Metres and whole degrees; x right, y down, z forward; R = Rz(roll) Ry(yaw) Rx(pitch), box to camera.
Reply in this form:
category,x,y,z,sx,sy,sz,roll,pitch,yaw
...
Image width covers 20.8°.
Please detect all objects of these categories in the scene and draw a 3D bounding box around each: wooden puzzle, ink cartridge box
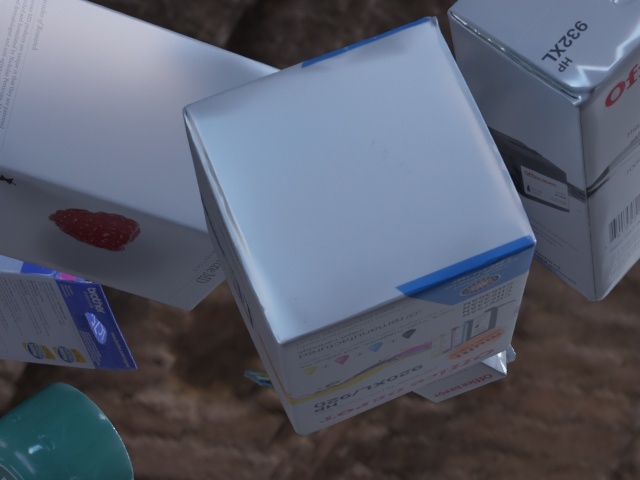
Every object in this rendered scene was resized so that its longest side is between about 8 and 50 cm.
category,x,y,z,sx,sy,sz,roll,pitch,yaw
wooden puzzle,-0.039,0.129,1.592,0.049,0.006,0.083,11,3,-23
ink cartridge box,0.025,0.000,1.143,0.232,0.171,0.168,84,-17,-70
ink cartridge box,0.106,0.083,1.631,0.143,0.092,0.090,29,51,-37
ink cartridge box,-0.364,0.064,1.956,0.311,0.186,0.065,7,55,16
ink cartridge box,0.226,-0.128,1.320,0.129,0.223,0.307,38,-15,26

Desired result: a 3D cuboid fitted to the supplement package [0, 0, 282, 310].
category,x,y,z,sx,sy,sz,roll,pitch,yaw
supplement package,-0.200,-0.081,1.476,0.293,0.177,0.175,17,63,-18

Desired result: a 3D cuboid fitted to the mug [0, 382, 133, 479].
category,x,y,z,sx,sy,sz,roll,pitch,yaw
mug,-0.247,0.218,1.643,0.158,0.129,0.097,22,45,41
